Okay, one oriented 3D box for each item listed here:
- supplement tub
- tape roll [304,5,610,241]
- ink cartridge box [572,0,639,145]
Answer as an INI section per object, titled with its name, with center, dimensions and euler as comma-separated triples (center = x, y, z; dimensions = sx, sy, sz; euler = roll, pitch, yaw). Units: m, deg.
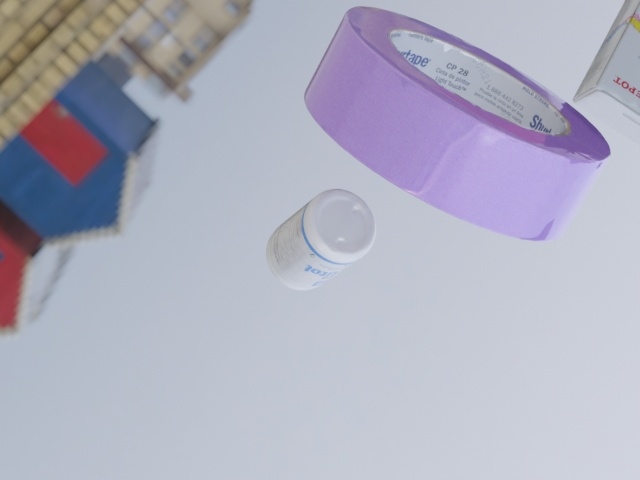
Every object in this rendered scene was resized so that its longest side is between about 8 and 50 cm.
[supplement tub]
center = 0.000, 0.000, 1.620
dimensions = 0.071, 0.071, 0.107
euler = -52, -174, -29
[tape roll]
center = 0.126, -0.110, 1.612
dimensions = 0.090, 0.275, 0.275
euler = -62, -174, 20
[ink cartridge box]
center = 0.370, -0.195, 1.896
dimensions = 0.175, 0.127, 0.072
euler = -60, -171, -15
